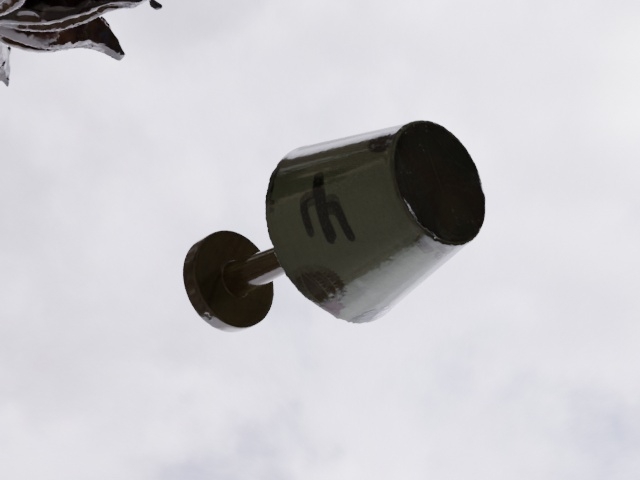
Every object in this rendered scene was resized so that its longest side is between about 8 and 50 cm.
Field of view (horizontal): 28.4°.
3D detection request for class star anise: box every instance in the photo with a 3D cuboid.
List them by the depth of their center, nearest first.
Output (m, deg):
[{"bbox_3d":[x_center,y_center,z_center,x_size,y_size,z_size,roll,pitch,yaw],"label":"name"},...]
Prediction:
[{"bbox_3d":[-0.240,-0.181,0.838,0.272,0.272,0.102,-3,-104,2],"label":"star anise"}]

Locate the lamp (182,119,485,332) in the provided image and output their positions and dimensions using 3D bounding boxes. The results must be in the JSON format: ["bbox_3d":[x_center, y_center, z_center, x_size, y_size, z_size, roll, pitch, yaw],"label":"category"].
[{"bbox_3d":[0.000,0.000,0.811,0.215,0.121,0.121,-23,-108,42],"label":"lamp"}]
